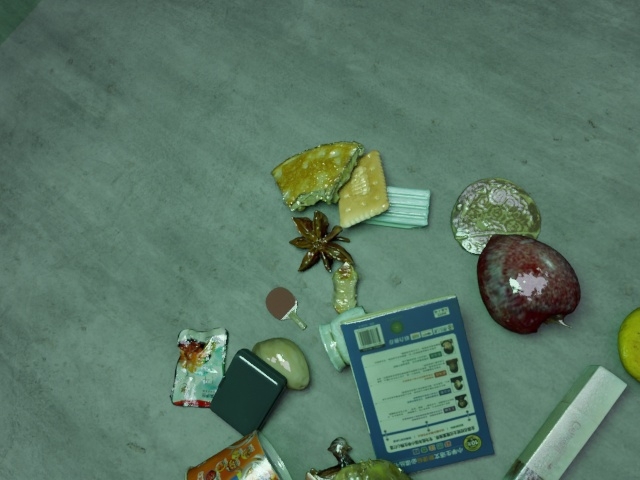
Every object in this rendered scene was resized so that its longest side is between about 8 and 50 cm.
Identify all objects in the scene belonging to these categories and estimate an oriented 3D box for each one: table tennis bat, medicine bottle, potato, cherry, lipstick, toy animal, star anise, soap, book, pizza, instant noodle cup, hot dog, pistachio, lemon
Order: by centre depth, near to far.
[{"bbox_3d":[0.139,0.621,1.027,0.191,0.141,0.296,-42,113,-4],"label":"potato"},{"bbox_3d":[0.810,0.259,1.039,0.170,0.170,0.207,9,80,13],"label":"lemon"},{"bbox_3d":[0.593,0.472,1.062,0.076,0.080,0.371,39,85,18],"label":"lipstick"},{"bbox_3d":[-0.186,0.619,1.086,0.192,0.250,0.250,-34,71,-11],"label":"instant noodle cup"},{"bbox_3d":[0.243,0.369,1.088,0.300,0.039,0.428,-14,97,4],"label":"book"},{"bbox_3d":[0.521,0.106,1.117,0.230,0.203,0.300,-32,63,13],"label":"cherry"},{"bbox_3d":[0.016,0.616,1.125,0.188,0.089,0.179,-14,68,6],"label":"toy animal"},{"bbox_3d":[0.081,0.266,1.176,0.143,0.147,0.147,-27,72,5],"label":"medicine bottle"},{"bbox_3d":[-0.105,0.340,1.201,0.185,0.124,0.124,41,85,17],"label":"pistachio"},{"bbox_3d":[0.070,0.138,1.254,0.078,0.061,0.169,7,98,8],"label":"hot dog"},{"bbox_3d":[-0.005,0.004,1.286,0.196,0.111,0.212,-32,102,20],"label":"star anise"},{"bbox_3d":[-0.098,0.206,1.297,0.087,0.013,0.156,-45,70,-7],"label":"table tennis bat"},{"bbox_3d":[0.223,-0.100,1.297,0.198,0.063,0.114,8,76,12],"label":"soap"},{"bbox_3d":[-0.012,-0.185,1.321,0.323,0.089,0.223,-13,58,27],"label":"pizza"}]

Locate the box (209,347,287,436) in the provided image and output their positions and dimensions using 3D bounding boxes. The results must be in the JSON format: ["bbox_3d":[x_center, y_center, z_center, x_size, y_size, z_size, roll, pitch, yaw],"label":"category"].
[{"bbox_3d":[-0.197,0.415,1.172,0.160,0.050,0.230,33,115,10],"label":"box"}]

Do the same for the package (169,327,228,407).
[{"bbox_3d":[-0.356,0.371,1.282,0.166,0.040,0.232,2,76,10],"label":"package"}]

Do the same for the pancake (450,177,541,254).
[{"bbox_3d":[0.504,-0.067,1.255,0.250,0.031,0.250,-3,75,9],"label":"pancake"}]

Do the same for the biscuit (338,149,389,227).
[{"bbox_3d":[0.116,-0.157,1.283,0.160,0.030,0.250,-23,46,24],"label":"biscuit"}]
